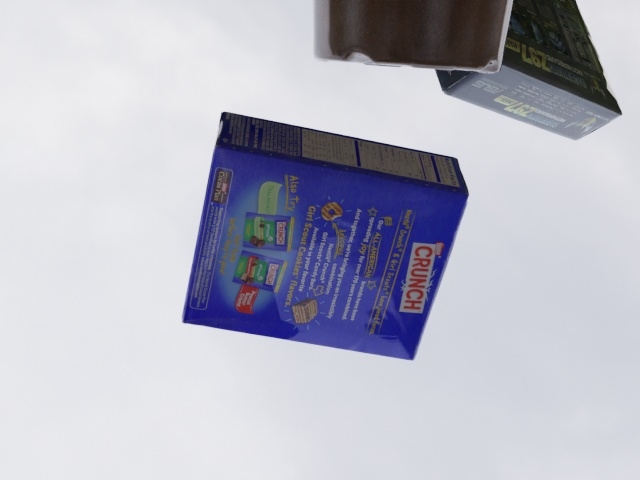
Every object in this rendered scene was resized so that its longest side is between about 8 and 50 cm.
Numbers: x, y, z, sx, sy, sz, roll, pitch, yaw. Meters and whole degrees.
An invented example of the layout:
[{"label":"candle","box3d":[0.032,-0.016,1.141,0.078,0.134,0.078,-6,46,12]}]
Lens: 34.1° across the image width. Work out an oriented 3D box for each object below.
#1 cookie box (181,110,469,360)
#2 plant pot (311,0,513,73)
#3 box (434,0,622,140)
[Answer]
[{"label":"cookie box","box3d":[0.000,0.000,0.458,0.107,0.092,0.040,11,-150,-7]},{"label":"plant pot","box3d":[0.062,-0.194,0.672,0.167,0.165,0.167,3,-170,-1]},{"label":"box","box3d":[0.170,-0.199,0.946,0.232,0.059,0.183,7,-121,-48]}]
